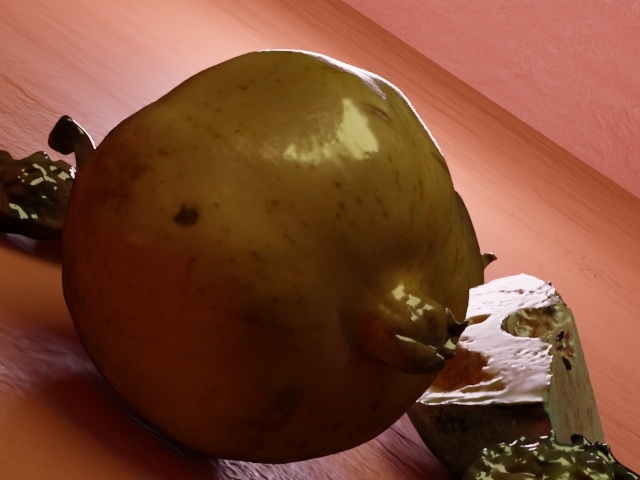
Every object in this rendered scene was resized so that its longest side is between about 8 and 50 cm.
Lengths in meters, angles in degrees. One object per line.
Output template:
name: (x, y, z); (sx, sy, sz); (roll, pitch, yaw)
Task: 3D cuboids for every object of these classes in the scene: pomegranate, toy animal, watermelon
pomegranate: (-0.027, 0.017, 1.354); (0.342, 0.342, 0.342); (30, 16, -9)
toy animal: (-0.184, -0.005, 1.587); (0.312, 0.097, 0.157); (32, 28, -10)
watermelon: (0.166, 0.168, 1.660); (0.175, 0.188, 0.322); (-10, 14, 18)

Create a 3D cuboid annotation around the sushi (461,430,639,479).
sushi: (0.170, 0.276, 1.235); (0.225, 0.219, 0.238); (-18, 54, -16)

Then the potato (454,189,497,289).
potato: (0.123, -0.024, 2.180); (0.239, 0.116, 0.299); (30, 17, -26)
